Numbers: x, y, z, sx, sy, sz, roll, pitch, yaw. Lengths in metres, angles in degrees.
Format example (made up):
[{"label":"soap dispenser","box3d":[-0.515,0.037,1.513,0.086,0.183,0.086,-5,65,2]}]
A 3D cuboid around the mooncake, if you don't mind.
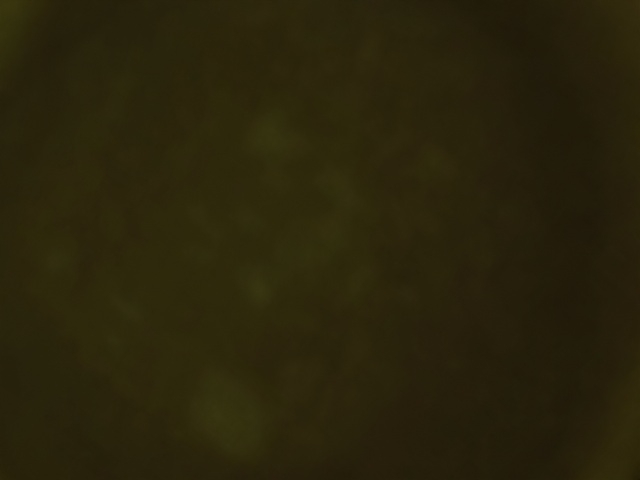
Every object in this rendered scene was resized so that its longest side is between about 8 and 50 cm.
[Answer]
[{"label":"mooncake","box3d":[0.000,0.000,0.521,0.284,0.284,0.155,31,8,14]}]
